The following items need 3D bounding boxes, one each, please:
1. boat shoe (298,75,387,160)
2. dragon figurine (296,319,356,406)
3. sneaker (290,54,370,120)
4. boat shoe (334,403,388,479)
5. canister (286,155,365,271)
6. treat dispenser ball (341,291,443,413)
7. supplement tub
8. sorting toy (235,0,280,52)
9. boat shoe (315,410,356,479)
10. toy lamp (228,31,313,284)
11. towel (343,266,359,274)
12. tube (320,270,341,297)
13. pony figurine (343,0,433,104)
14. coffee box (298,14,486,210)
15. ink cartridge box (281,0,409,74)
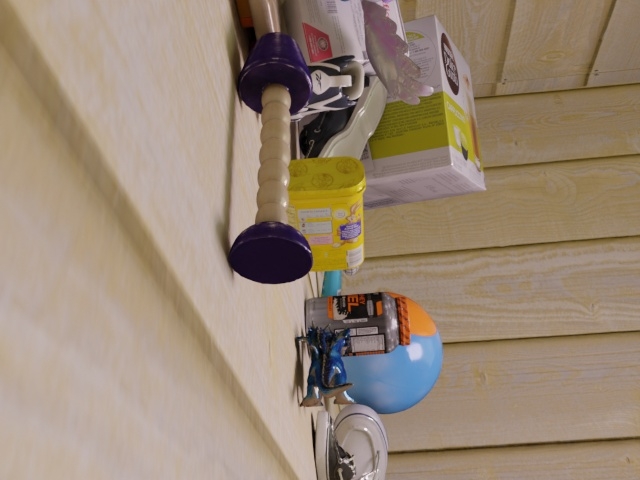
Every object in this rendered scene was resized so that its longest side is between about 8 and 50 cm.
[{"bbox_3d":[0.016,-0.199,1.298,0.340,0.113,0.127,-64,150,-23],"label":"boat shoe"},{"bbox_3d":[0.008,0.184,1.033,0.289,0.085,0.144,75,10,-75],"label":"dragon figurine"},{"bbox_3d":[0.010,-0.264,1.154,0.235,0.153,0.094,-12,98,-87],"label":"sneaker"},{"bbox_3d":[0.074,0.547,1.442,0.156,0.135,0.367,-78,173,-69],"label":"boat shoe"},{"bbox_3d":[0.005,-0.034,0.978,0.073,0.126,0.170,-92,178,-45],"label":"canister"},{"bbox_3d":[0.146,0.266,1.577,0.288,0.288,0.288,-5,90,-87],"label":"treat dispenser ball"},{"bbox_3d":[0.070,0.159,1.248,0.117,0.190,0.117,-5,90,-88],"label":"supplement tub"},{"bbox_3d":[-0.073,-0.270,0.793,0.193,0.038,0.208,81,1,-54],"label":"sorting toy"},{"bbox_3d":[0.029,0.409,1.201,0.078,0.070,0.219,-83,167,-76],"label":"boat shoe"},{"bbox_3d":[-0.045,-0.094,0.624,0.080,0.080,0.275,81,6,-52],"label":"toy lamp"},{"bbox_3d":[0.043,-0.073,1.829,0.235,0.121,0.284,77,10,-57],"label":"towel"},{"bbox_3d":[0.032,0.070,1.629,0.080,0.052,0.207,-139,-127,-81],"label":"tube"},{"bbox_3d":[0.092,-0.453,1.125,0.303,0.363,0.351,-53,-131,34],"label":"pony figurine"},{"bbox_3d":[0.168,-0.273,1.543,0.337,0.338,0.335,12,72,-65],"label":"coffee box"},{"bbox_3d":[0.050,-0.410,1.298,0.092,0.217,0.159,-19,-98,66],"label":"ink cartridge box"}]
